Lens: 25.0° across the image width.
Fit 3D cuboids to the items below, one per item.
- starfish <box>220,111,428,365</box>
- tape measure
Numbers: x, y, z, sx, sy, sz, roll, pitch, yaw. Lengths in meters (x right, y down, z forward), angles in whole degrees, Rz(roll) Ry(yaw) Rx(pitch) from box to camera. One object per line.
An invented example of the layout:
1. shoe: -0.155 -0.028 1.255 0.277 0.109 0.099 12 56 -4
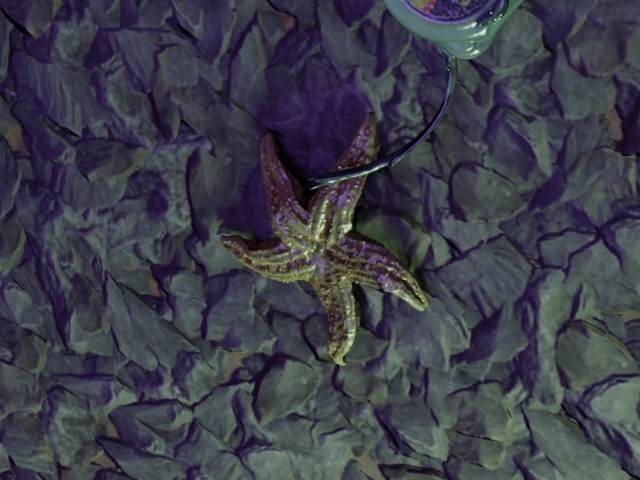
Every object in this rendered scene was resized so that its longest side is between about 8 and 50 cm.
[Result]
1. starfish: 0.000 0.000 1.439 0.236 0.062 0.277 19 122 26
2. tape measure: 0.076 -0.189 1.290 0.164 0.084 0.330 47 123 6
